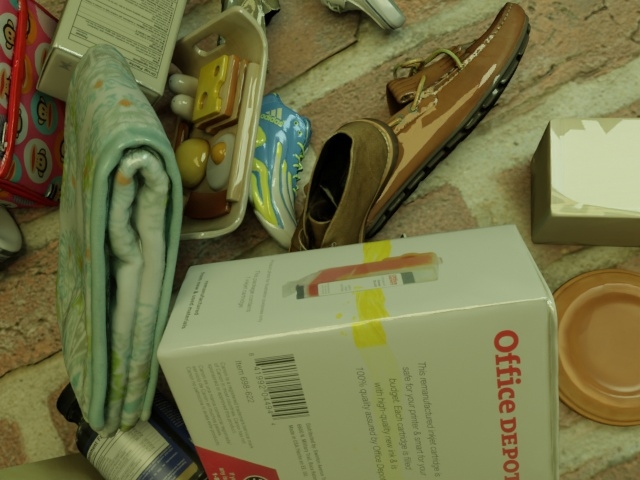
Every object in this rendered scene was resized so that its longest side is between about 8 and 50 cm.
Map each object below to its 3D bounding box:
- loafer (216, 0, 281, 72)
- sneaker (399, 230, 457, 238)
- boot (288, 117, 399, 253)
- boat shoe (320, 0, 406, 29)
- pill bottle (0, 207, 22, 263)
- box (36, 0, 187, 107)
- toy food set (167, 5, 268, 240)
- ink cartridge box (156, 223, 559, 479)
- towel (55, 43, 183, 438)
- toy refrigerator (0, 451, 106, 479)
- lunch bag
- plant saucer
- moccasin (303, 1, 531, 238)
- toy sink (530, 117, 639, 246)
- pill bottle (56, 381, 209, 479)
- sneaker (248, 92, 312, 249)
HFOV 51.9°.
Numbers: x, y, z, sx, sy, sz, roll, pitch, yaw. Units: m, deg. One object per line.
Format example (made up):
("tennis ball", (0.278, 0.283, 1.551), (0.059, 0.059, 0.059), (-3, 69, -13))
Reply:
("loafer", (-0.105, -0.360, 0.995), (0.087, 0.094, 0.252), (6, 88, -14))
("sneaker", (0.186, 0.030, 0.866), (0.192, 0.064, 0.086), (3, 84, 13))
("boot", (0.000, 0.000, 0.805), (0.112, 0.115, 0.306), (23, 112, 19))
("boat shoe", (0.034, -0.376, 0.981), (0.076, 0.083, 0.226), (-46, 68, 21))
("pill bottle", (-0.576, 0.032, 0.955), (0.245, 0.130, 0.130), (-35, 75, 0))
("box", (-0.287, -0.305, 0.933), (0.148, 0.126, 0.233), (21, 65, -28))
("toy food set", (-0.181, -0.141, 0.886), (0.219, 0.092, 0.307), (-6, 74, 51))
("ink cartridge box", (0.053, 0.156, 0.746), (0.384, 0.160, 0.279), (-8, 120, 8))
("towel", (-0.255, -0.006, 0.773), (0.320, 0.090, 0.375), (50, 132, 49))
("toy refrigerator", (-0.342, 0.325, 0.784), (0.102, 0.269, 0.094), (-45, 75, -1))
("lunch bag", (-0.451, -0.204, 0.919), (0.120, 0.258, 0.294), (-2, 79, 12))
("plant saucer", (0.376, 0.132, 0.830), (0.199, 0.037, 0.200), (-2, 79, 9))
("moccasin", (0.132, -0.176, 0.893), (0.147, 0.139, 0.380), (43, 97, 6))
("toy sink", (0.391, -0.071, 0.812), (0.234, 0.153, 0.131), (2, 78, 10))
("pill bottle", (-0.236, 0.260, 0.856), (0.219, 0.123, 0.123), (40, 87, 15))
("sneaker", (-0.056, -0.111, 0.923), (0.126, 0.091, 0.240), (-27, 75, 2))
